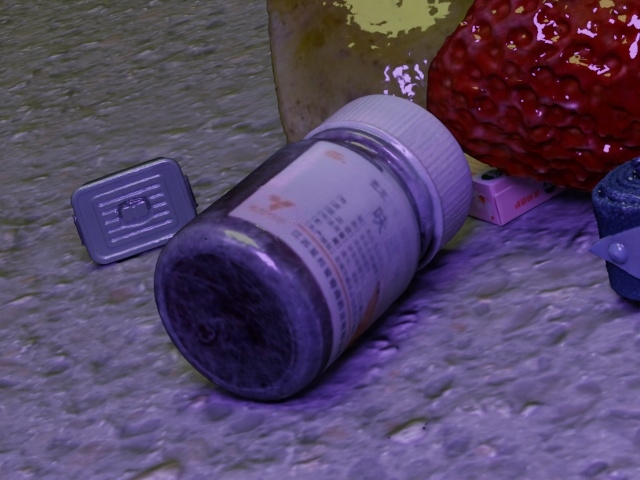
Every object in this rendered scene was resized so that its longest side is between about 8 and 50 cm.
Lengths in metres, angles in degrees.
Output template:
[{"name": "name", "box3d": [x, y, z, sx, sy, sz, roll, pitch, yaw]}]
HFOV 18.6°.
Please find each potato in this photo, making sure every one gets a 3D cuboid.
[{"name": "potato", "box3d": [0.104, -0.228, 2.007, 0.280, 0.213, 0.330, -10, 25, 19]}]

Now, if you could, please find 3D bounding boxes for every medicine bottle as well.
[{"name": "medicine bottle", "box3d": [0.000, 0.000, 1.626, 0.165, 0.165, 0.273, 2, 29, 38]}]

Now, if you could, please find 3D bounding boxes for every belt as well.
[{"name": "belt", "box3d": [0.317, -0.025, 1.494, 0.218, 0.128, 0.122, -4, 26, 28]}]

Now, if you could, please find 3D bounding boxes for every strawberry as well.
[{"name": "strawberry", "box3d": [0.273, -0.180, 1.668, 0.310, 0.291, 0.292, 11, 35, 33]}]

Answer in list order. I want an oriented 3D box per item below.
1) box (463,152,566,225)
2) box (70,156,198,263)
[{"name": "box", "box3d": [0.159, -0.062, 1.802, 0.089, 0.043, 0.125, -27, 25, -22]}, {"name": "box", "box3d": [-0.186, -0.034, 1.951, 0.122, 0.084, 0.069, -19, 13, -3]}]
